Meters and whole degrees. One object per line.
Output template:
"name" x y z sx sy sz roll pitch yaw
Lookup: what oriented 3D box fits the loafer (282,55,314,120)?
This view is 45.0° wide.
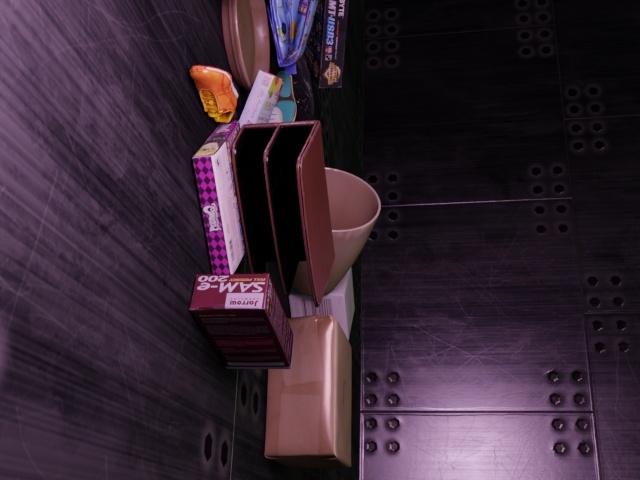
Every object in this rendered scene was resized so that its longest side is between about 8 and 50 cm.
"loafer" -0.056 -0.428 2.093 0.078 0.076 0.223 -71 154 -45

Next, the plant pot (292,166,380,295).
"plant pot" 0.000 0.000 1.937 0.256 0.257 0.273 -80 180 -51

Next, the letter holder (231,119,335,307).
"letter holder" -0.073 -0.043 1.443 0.214 0.152 0.301 -75 161 -60

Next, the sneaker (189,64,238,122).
"sneaker" -0.183 -0.255 1.355 0.175 0.064 0.067 48 51 -71

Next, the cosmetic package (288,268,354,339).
"cosmetic package" 0.007 0.169 2.118 0.183 0.152 0.151 -71 157 -62

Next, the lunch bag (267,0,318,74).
"lunch bag" -0.060 -0.539 1.820 0.221 0.138 0.293 -86 178 -73

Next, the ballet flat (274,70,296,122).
"ballet flat" -0.088 -0.348 1.960 0.052 0.057 0.168 90 1 -72

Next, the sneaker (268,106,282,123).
"sneaker" -0.104 -0.224 1.747 0.237 0.086 0.085 -83 166 -48

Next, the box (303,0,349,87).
"box" 0.002 -0.594 2.059 0.295 0.074 0.293 -113 -157 -55

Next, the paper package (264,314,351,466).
"paper package" -0.019 0.377 1.878 0.309 0.168 0.324 64 25 -67

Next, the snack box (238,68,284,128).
"snack box" -0.125 -0.277 1.601 0.141 0.037 0.100 -66 172 9

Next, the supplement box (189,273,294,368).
"supplement box" -0.131 0.147 1.364 0.239 0.130 0.073 75 16 -56

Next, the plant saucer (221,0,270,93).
"plant saucer" -0.155 -0.442 1.619 0.278 0.041 0.277 -1 90 -81

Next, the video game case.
"video game case" -0.173 -0.081 1.427 0.210 0.042 0.232 -73 159 -63
